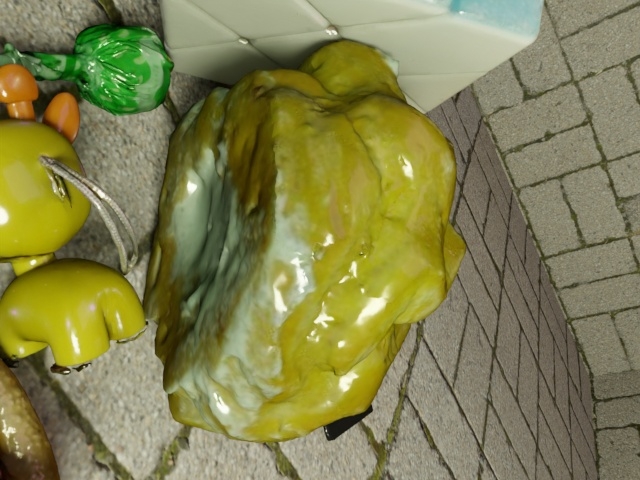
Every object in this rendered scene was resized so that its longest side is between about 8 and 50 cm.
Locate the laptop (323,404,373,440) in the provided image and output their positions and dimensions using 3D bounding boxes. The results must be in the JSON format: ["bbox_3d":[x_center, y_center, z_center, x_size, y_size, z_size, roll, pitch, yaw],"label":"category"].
[{"bbox_3d":[0.015,0.175,0.851,0.135,0.016,0.197,-6,78,-59],"label":"laptop"}]

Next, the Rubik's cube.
[{"bbox_3d":[0.022,-0.328,0.590,0.321,0.319,0.316,12,85,-11],"label":"Rubik's cube"}]

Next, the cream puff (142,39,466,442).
[{"bbox_3d":[0.000,0.000,0.574,0.275,0.378,0.379,14,60,-32],"label":"cream puff"}]

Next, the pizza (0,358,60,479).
[{"bbox_3d":[-0.241,0.154,0.380,0.134,0.056,0.271,-8,82,-61],"label":"pizza"}]

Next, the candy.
[{"bbox_3d":[-0.265,-0.153,0.508,0.323,0.097,0.097,-17,89,-53],"label":"candy"}]

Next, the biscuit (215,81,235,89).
[{"bbox_3d":[-0.145,-0.273,0.810,0.175,0.026,0.124,39,41,-45],"label":"biscuit"}]

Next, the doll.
[{"bbox_3d":[-0.217,-0.019,0.435,0.143,0.135,0.221,-29,111,-58],"label":"doll"}]
